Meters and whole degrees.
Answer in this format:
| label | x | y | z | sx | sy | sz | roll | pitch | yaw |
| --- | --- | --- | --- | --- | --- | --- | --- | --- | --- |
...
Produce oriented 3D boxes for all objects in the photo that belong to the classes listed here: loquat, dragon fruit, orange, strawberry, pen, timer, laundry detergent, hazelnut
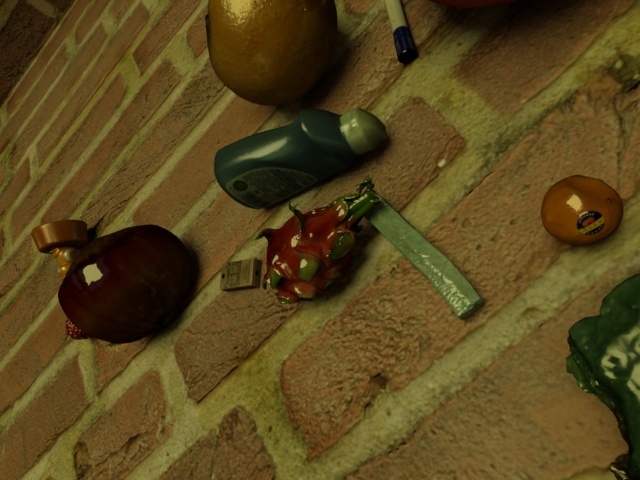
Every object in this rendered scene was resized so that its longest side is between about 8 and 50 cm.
| label | x | y | z | sx | sy | sz | roll | pitch | yaw |
| --- | --- | --- | --- | --- | --- | --- | --- | --- | --- |
| loquat | -0.098 | -0.385 | 0.814 | 0.263 | 0.263 | 0.262 | -14 | 65 | 32 |
| dragon fruit | -0.004 | -0.001 | 0.653 | 0.135 | 0.137 | 0.235 | 52 | 124 | 22 |
| orange | 0.296 | -0.034 | 0.501 | 0.084 | 0.084 | 0.083 | -14 | 65 | 32 |
| strawberry | -0.555 | 0.198 | 1.037 | 0.084 | 0.073 | 0.073 | -18 | 60 | 3 |
| pen | 0.132 | -0.429 | 0.803 | 0.033 | 0.033 | 0.268 | -23 | 60 | 28 |
| timer | -0.678 | 0.036 | 1.169 | 0.132 | 0.132 | 0.151 | -22 | 81 | 28 |
| laundry detergent | -0.034 | -0.150 | 0.749 | 0.290 | 0.143 | 0.094 | -20 | 55 | 24 |
| hazelnut | -0.374 | 0.085 | 0.871 | 0.217 | 0.217 | 0.251 | 30 | 67 | 39 |

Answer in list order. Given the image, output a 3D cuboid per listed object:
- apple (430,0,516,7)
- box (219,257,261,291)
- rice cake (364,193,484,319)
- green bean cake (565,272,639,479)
| label | x | y | z | sx | sy | sz | roll | pitch | yaw |
| --- | --- | --- | --- | --- | --- | --- | --- | --- | --- |
| apple | 0.230 | -0.493 | 0.573 | 0.364 | 0.364 | 0.363 | -14 | 65 | 32 |
| box | -0.150 | 0.065 | 0.820 | 0.084 | 0.024 | 0.053 | -11 | 66 | 31 |
| rice cake | 0.133 | 0.011 | 0.625 | 0.045 | 0.042 | 0.245 | -46 | 52 | 9 |
| green bean cake | 0.329 | 0.185 | 0.329 | 0.300 | 0.169 | 0.307 | -47 | 47 | 9 |
